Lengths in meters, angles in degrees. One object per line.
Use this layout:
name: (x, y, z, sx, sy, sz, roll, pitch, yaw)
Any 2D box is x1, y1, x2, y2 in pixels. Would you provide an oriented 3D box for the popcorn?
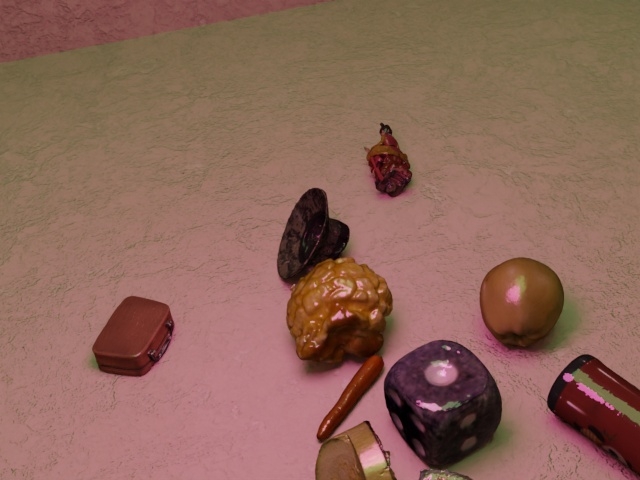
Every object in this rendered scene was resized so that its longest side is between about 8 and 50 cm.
popcorn: (0.036, 0.171, 1.856, 0.237, 0.206, 0.251, 17, 56, 6)

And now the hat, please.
hat: (0.000, 0.000, 2.088, 0.128, 0.265, 0.265, 22, 38, -18)

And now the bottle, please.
bottle: (0.613, 0.366, 1.594, 0.144, 0.144, 0.336, -32, 47, -26)

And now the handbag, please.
handbag: (-0.432, 0.224, 1.945, 0.151, 0.072, 0.193, 7, 41, 15)

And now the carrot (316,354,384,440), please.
carrot: (0.064, 0.336, 1.778, 0.043, 0.043, 0.248, 21, 50, 28)

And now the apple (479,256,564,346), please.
apple: (0.447, 0.137, 1.849, 0.200, 0.200, 0.200, -4, 41, 3)

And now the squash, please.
squash: (0.075, 0.446, 1.517, 0.133, 0.220, 0.220, -14, 42, -14)

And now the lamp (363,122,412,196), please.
lamp: (0.183, -0.235, 2.357, 0.118, 0.118, 0.253, -11, 43, -6)

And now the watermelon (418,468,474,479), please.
watermelon: (0.251, 0.515, 1.536, 0.187, 0.071, 0.139, 24, 56, 19)

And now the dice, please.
dice: (0.244, 0.324, 1.661, 0.181, 0.183, 0.182, -24, 43, -17)
